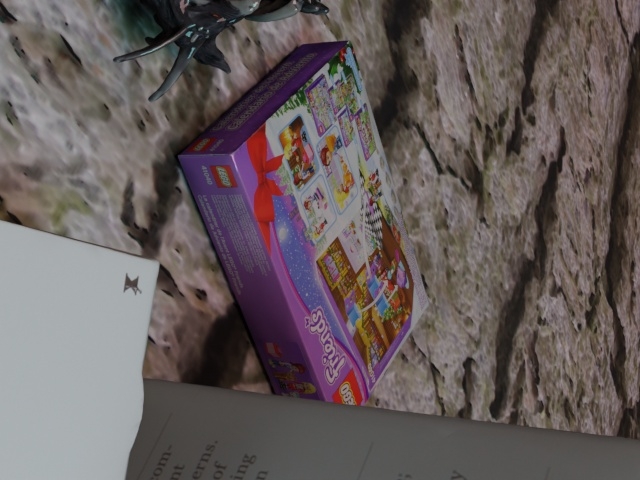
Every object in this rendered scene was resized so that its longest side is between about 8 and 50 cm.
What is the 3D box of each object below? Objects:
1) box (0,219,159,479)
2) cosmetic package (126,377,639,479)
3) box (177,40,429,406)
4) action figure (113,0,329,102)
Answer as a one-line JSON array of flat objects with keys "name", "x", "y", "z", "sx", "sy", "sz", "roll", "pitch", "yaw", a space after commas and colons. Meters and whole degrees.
[{"name": "box", "x": -0.197, "y": 0.079, "z": 0.527, "sx": 0.182, "sy": 0.119, "sz": 0.181, "roll": 21, "pitch": 74, "yaw": -55}, {"name": "cosmetic package", "x": 0.030, "y": 0.322, "z": 0.634, "sx": 0.327, "sy": 0.393, "sz": 0.329, "roll": 57, "pitch": 47, "yaw": -40}, {"name": "box", "x": 0.000, "y": 0.000, "z": 0.877, "sx": 0.201, "sy": 0.057, "sz": 0.293, "roll": -50, "pitch": 131, "yaw": -44}, {"name": "action figure", "x": -0.057, "y": -0.231, "z": 0.709, "sx": 0.164, "sy": 0.141, "sz": 0.276, "roll": 42, "pitch": 54, "yaw": -51}]
